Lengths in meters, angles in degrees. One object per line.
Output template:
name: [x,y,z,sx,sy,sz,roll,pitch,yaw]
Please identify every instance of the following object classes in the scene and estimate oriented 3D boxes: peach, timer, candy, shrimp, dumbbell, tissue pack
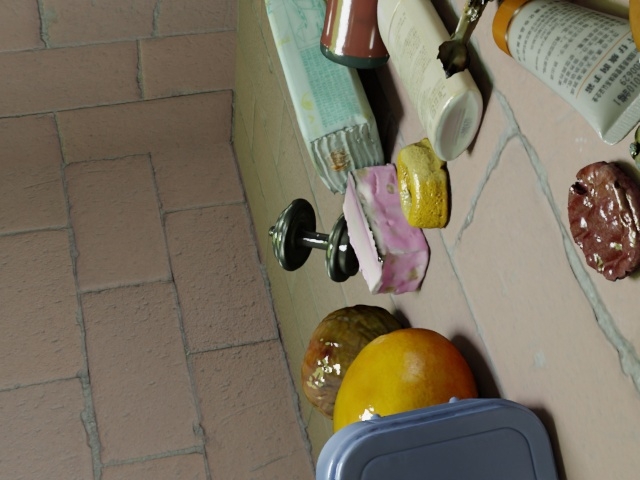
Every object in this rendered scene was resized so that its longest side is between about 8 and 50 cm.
peach: [0.169,0.310,1.558,0.289,0.308,0.289,32,165,10]
timer: [0.192,0.448,1.327,0.173,0.395,0.394,143,117,-75]
candy: [0.132,-0.024,1.828,0.155,0.116,0.265,97,160,-52]
shrimp: [0.208,-0.316,1.143,0.290,0.054,0.222,-63,-6,-63]
dumbbell: [0.000,0.000,2.141,0.192,0.290,0.192,-40,-44,-55]
tissue pack: [0.013,-0.335,1.892,0.287,0.162,0.388,59,-167,-65]

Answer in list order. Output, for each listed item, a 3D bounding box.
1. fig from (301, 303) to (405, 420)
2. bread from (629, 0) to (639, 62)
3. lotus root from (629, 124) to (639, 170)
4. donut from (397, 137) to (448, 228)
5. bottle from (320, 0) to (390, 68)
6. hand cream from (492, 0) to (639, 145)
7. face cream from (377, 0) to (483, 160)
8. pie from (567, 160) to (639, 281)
fig: [0.145,0.312,1.889,0.369,0.286,0.286,24,128,38]
bread: [0.364,-0.209,0.717,0.241,0.107,0.136,-138,44,-70]
lotus root: [0.369,-0.102,0.830,0.165,0.088,0.088,137,123,-74]
donut: [0.190,-0.106,1.630,0.162,0.066,0.178,-176,76,-77]
bottle: [0.087,-0.506,1.603,0.144,0.144,0.336,-115,27,-51]
hand cream: [0.307,-0.223,0.983,0.139,0.089,0.314,-49,28,15]
face cream: [0.182,-0.318,1.481,0.173,0.081,0.348,96,161,-52]
pie: [0.355,-0.024,1.041,0.153,0.038,0.153,168,90,-77]
